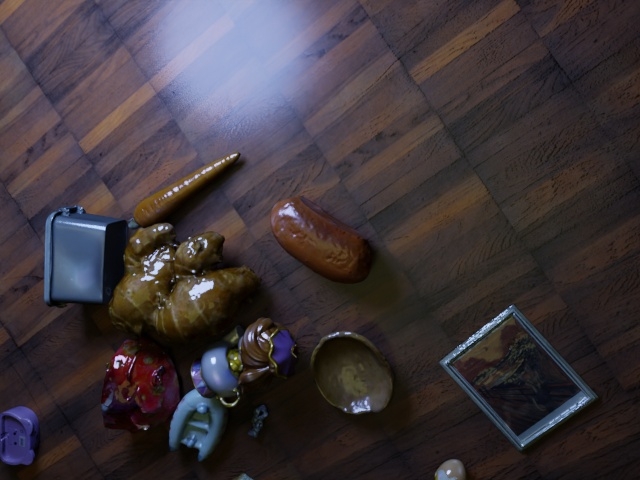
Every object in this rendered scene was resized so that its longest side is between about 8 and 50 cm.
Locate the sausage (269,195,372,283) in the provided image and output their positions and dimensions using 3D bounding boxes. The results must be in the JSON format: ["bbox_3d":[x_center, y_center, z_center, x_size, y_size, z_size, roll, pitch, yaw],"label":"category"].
[{"bbox_3d":[-0.001,0.002,1.093,0.258,0.133,0.133,33,103,5],"label":"sausage"}]

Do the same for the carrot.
[{"bbox_3d":[-0.328,-0.121,1.180,0.336,0.069,0.069,-33,90,11],"label":"carrot"}]

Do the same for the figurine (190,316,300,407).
[{"bbox_3d":[-0.166,0.276,1.151,0.263,0.142,0.190,-26,57,17],"label":"figurine"}]

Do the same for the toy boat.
[{"bbox_3d":[-0.302,0.457,1.230,0.134,0.079,0.208,24,104,-2],"label":"toy boat"}]

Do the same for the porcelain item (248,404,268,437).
[{"bbox_3d":[-0.155,0.445,1.232,0.036,0.028,0.083,18,100,-8],"label":"porcelain item"}]

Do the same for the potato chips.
[{"bbox_3d":[0.078,0.300,1.146,0.208,0.062,0.195,30,108,6],"label":"potato chips"}]

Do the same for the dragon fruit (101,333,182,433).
[{"bbox_3d":[-0.439,0.373,1.231,0.161,0.126,0.274,8,99,11],"label":"dragon fruit"}]

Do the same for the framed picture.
[{"bbox_3d":[0.432,0.308,1.095,0.216,0.016,0.273,-44,87,14],"label":"framed picture"}]

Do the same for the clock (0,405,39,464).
[{"bbox_3d":[-0.823,0.538,1.373,0.109,0.050,0.153,6,99,11],"label":"clock"}]

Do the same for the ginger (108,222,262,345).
[{"bbox_3d":[-0.321,0.105,1.165,0.357,0.152,0.275,11,88,11],"label":"ginger"}]

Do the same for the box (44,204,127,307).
[{"bbox_3d":[-0.560,0.042,1.205,0.134,0.163,0.244,6,98,2],"label":"box"}]

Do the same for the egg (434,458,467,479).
[{"bbox_3d":[0.297,0.537,1.125,0.071,0.071,0.083,16,97,10],"label":"egg"}]

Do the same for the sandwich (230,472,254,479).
[{"bbox_3d":[-0.198,0.651,1.262,0.093,0.036,0.105,-28,92,13],"label":"sandwich"}]
